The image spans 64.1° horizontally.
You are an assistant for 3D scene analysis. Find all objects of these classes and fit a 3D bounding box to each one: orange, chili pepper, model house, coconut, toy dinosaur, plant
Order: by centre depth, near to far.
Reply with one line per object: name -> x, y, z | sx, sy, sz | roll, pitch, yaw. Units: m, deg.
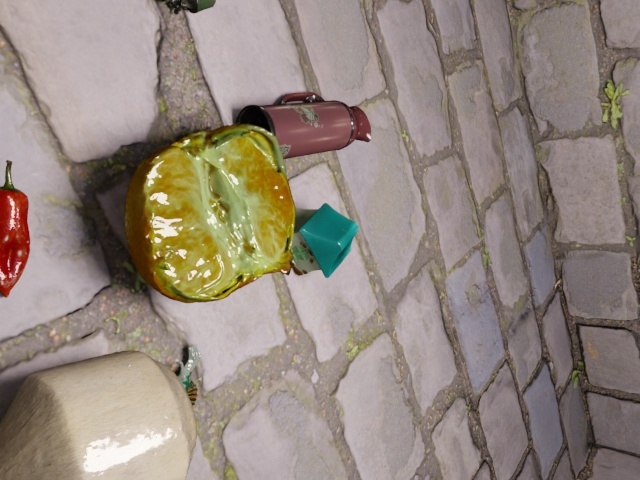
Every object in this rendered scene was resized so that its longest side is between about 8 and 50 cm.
coconut -> -0.314, 0.280, 0.685 | 0.266, 0.237, 0.237 | -6, 94, -51
chili pepper -> -0.429, -0.014, 0.698 | 0.059, 0.050, 0.191 | -7, 102, -62
orange -> -0.179, -0.052, 0.853 | 0.335, 0.196, 0.262 | -33, 127, -36
toy dinosaur -> -0.249, 0.280, 0.887 | 0.106, 0.044, 0.187 | -6, 93, -61
plant -> -0.238, -0.425, 0.901 | 0.102, 0.051, 0.051 | -27, 108, -31
model house -> 0.000, 0.000, 1.063 | 0.100, 0.149, 0.127 | -49, 121, -38

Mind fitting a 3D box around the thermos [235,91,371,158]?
thermos -> -0.025, -0.243, 1.084 | 0.330, 0.136, 0.109 | -19, 130, -44
